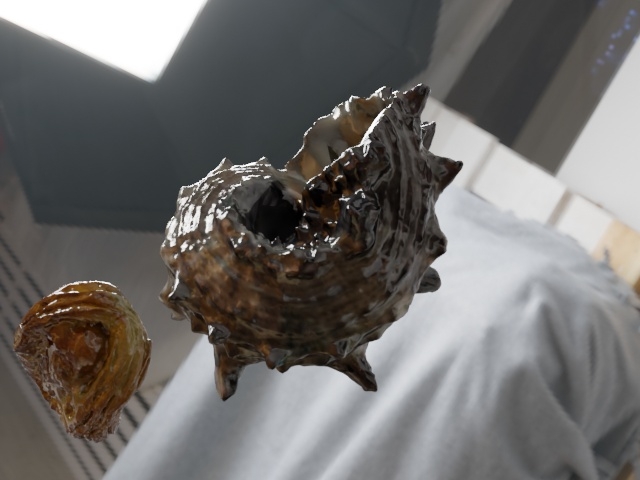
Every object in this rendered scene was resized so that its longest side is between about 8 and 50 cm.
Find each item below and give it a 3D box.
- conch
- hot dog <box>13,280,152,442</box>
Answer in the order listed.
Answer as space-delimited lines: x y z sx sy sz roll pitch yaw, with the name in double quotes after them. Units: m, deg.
-0.010 -0.009 0.939 0.240 0.313 0.186 40 -1 35 "conch"
-0.298 0.153 1.337 0.114 0.259 0.175 -31 76 -32 "hot dog"
